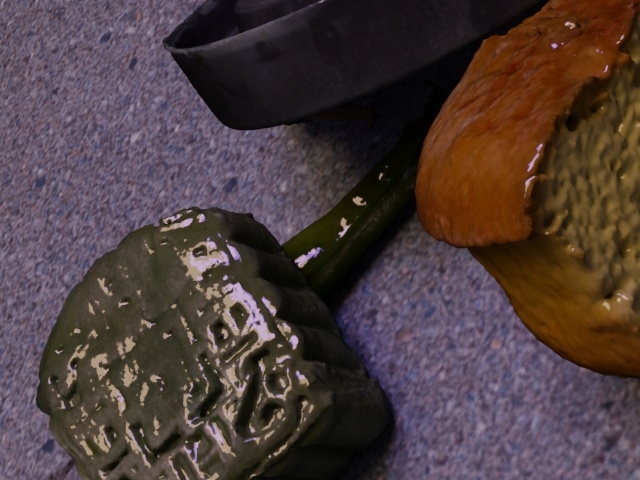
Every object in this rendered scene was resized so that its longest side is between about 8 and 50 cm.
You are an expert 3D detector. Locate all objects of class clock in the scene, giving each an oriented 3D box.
[{"bbox_3d":[0.065,-0.209,1.215,0.386,0.076,0.386,-26,17,9],"label":"clock"}]

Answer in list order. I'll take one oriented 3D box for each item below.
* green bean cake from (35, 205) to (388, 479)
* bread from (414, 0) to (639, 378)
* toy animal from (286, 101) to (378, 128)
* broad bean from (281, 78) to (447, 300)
[{"bbox_3d":[-0.091,0.108,1.189,0.222,0.125,0.227,-45,60,17],"label":"green bean cake"},{"bbox_3d":[0.183,-0.058,0.993,0.179,0.194,0.340,-22,24,52],"label":"bread"},{"bbox_3d":[0.028,-0.135,1.323,0.220,0.086,0.069,-21,54,39],"label":"toy animal"},{"bbox_3d":[0.003,0.001,1.281,0.318,0.056,0.098,-48,16,-4],"label":"broad bean"}]
